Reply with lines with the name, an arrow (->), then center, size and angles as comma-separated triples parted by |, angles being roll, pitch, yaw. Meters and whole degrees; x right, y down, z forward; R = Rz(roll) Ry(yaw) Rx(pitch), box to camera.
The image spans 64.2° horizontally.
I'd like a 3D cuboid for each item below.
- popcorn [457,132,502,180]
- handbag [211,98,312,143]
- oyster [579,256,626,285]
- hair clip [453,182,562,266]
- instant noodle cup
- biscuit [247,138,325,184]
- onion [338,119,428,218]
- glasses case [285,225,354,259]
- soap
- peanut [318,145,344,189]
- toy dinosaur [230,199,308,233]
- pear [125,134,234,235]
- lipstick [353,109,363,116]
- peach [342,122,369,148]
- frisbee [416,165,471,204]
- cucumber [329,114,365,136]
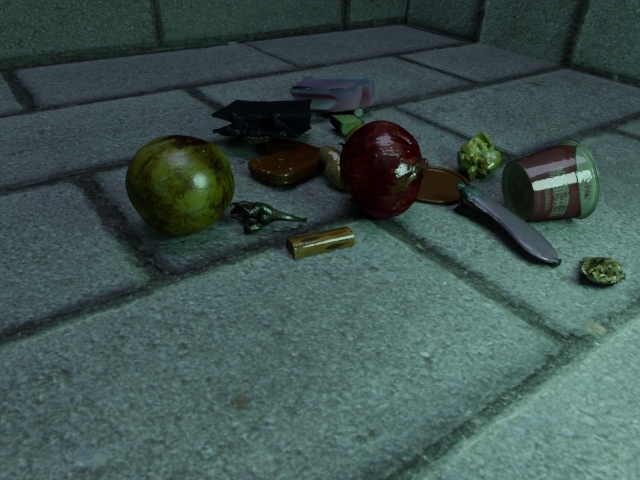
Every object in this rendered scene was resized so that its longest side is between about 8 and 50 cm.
popcorn -> 0.523, -0.271, 1.699 | 0.142, 0.162, 0.136 | 9, -9, -31
handbag -> -0.197, -0.425, 1.818 | 0.304, 0.121, 0.329 | 2, 22, 8
oyster -> 0.689, 0.075, 1.247 | 0.108, 0.053, 0.166 | 32, 36, 21
hair clip -> 0.511, -0.044, 1.398 | 0.095, 0.110, 0.359 | -49, 52, 0
instant noodle cup -> 0.639, -0.154, 1.448 | 0.179, 0.234, 0.234 | -13, 36, -5
biscuit -> -0.126, -0.261, 1.696 | 0.262, 0.052, 0.277 | 20, 37, 31
onion -> 0.177, -0.194, 1.425 | 0.276, 0.276, 0.276 | 2, 34, -1
glasses case -> 0.000, 0.000, 1.322 | 0.170, 0.041, 0.064 | -13, 36, -20
soap -> 0.058, -0.617, 2.144 | 0.324, 0.109, 0.193 | 9, 37, 26
peanut -> 0.046, -0.231, 1.605 | 0.080, 0.080, 0.174 | -16, 62, -25
toy dinosaur -> -0.153, -0.092, 1.409 | 0.179, 0.087, 0.187 | -29, 46, -36
pear -> -0.354, -0.147, 1.318 | 0.284, 0.283, 0.283 | 2, 34, -1
lipstick -> 0.153, -0.570, 2.184 | 0.040, 0.040, 0.141 | -2, 35, -7
peach -> 0.155, -0.290, 1.637 | 0.184, 0.184, 0.184 | 2, 34, -1
frisbee -> 0.353, -0.180, 1.631 | 0.251, 0.021, 0.250 | 2, 34, -1
cucumber -> 0.101, -0.446, 1.976 | 0.117, 0.062, 0.115 | -5, 36, -24
